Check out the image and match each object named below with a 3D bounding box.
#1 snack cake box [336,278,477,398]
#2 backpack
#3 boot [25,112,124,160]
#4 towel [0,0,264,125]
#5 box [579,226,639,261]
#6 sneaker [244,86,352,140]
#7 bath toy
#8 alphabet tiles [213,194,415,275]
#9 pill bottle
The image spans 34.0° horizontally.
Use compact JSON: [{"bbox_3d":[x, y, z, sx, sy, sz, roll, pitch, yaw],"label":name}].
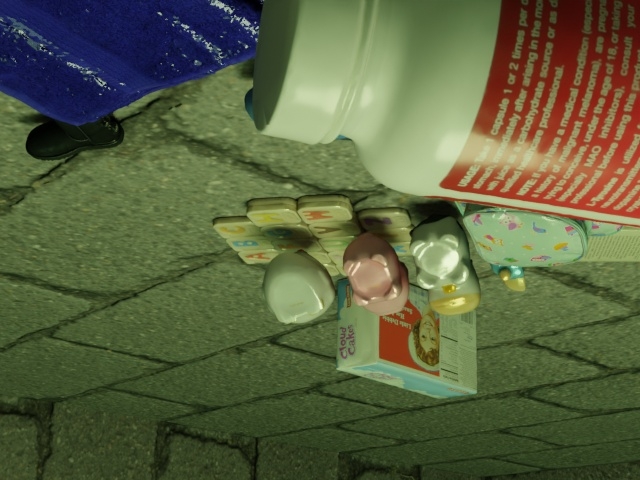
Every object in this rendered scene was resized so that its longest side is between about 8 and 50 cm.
[{"bbox_3d":[0.146,0.161,1.719,0.089,0.152,0.264,-16,152,41],"label":"snack cake box"},{"bbox_3d":[0.243,-0.055,1.141,0.189,0.144,0.166,-8,150,18],"label":"backpack"},{"bbox_3d":[-0.279,-0.129,1.140,0.121,0.045,0.099,-7,161,6],"label":"boot"},{"bbox_3d":[-0.191,-0.190,0.919,0.308,0.076,0.228,-15,154,40],"label":"towel"},{"bbox_3d":[0.442,-0.033,1.240,0.275,0.094,0.113,0,159,5],"label":"box"},{"bbox_3d":[0.023,-0.137,1.078,0.209,0.069,0.082,2,-165,-24],"label":"sneaker"},{"bbox_3d":[0.096,0.041,1.415,0.348,0.151,0.129,-10,-158,12],"label":"bath toy"},{"bbox_3d":[0.000,0.000,1.491,0.278,0.021,0.284,-2,160,14],"label":"alphabet tiles"},{"bbox_3d":[0.163,-0.136,0.804,0.408,0.228,0.229,8,159,-14],"label":"pill bottle"}]
